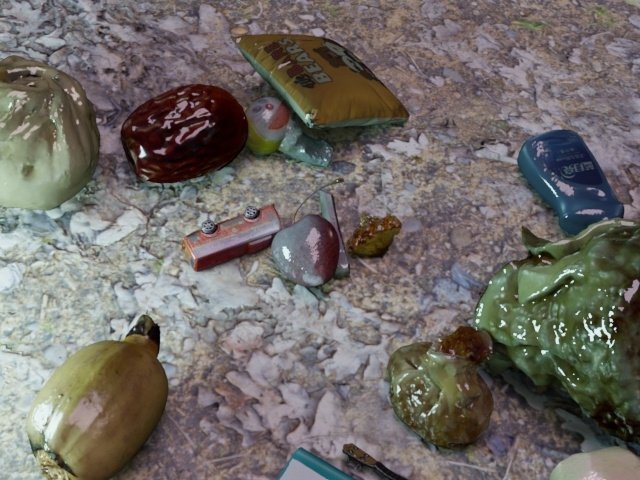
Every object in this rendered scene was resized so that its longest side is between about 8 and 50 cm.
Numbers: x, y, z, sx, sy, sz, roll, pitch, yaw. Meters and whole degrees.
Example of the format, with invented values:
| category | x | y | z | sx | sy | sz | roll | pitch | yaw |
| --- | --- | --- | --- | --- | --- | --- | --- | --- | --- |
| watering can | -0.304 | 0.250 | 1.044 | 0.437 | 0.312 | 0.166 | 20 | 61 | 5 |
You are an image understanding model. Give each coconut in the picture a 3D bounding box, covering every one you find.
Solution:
| category | x | y | z | sx | sy | sz | roll | pitch | yaw |
| --- | --- | --- | --- | --- | --- | --- | --- | --- | --- |
| coconut | 0.417 | 0.397 | 1.344 | 0.183 | 0.171 | 0.171 | -7 | 53 | -13 |

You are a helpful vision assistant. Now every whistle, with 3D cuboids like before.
| category | x | y | z | sx | sy | sz | roll | pitch | yaw |
| --- | --- | --- | --- | --- | --- | --- | --- | --- | --- |
| whistle | -0.073 | -0.222 | 1.821 | 0.223 | 0.123 | 0.123 | 26 | 53 | -2 |

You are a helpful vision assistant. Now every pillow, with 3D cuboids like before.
| category | x | y | z | sx | sy | sz | roll | pitch | yaw |
| --- | --- | --- | --- | --- | --- | --- | --- | --- | --- |
| pillow | 0.005 | -0.341 | 1.883 | 0.312 | 0.119 | 0.310 | -11 | 52 | -44 |

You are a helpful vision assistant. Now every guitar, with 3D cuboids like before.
| category | x | y | z | sx | sy | sz | roll | pitch | yaw |
| --- | --- | --- | --- | --- | --- | --- | --- | --- | --- |
| guitar | 0.147 | 0.393 | 1.386 | 0.271 | 0.038 | 0.084 | 23 | 9 | 22 |

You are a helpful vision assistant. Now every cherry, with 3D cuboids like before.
| category | x | y | z | sx | sy | sz | roll | pitch | yaw |
| --- | --- | --- | --- | --- | --- | --- | --- | --- | --- |
| cherry | 0.001 | 0.004 | 1.617 | 0.188 | 0.115 | 0.148 | -32 | 32 | 9 |

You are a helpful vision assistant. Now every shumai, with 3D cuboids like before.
| category | x | y | z | sx | sy | sz | roll | pitch | yaw |
| --- | --- | --- | --- | --- | --- | --- | --- | --- | --- |
| shumai | 0.204 | 0.228 | 1.468 | 0.161 | 0.153 | 0.209 | -9 | 51 | -21 |
| shumai | 0.425 | 0.144 | 1.477 | 0.348 | 0.395 | 0.395 | 2 | 47 | 30 |

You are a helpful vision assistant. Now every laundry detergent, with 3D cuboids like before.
| category | x | y | z | sx | sy | sz | roll | pitch | yaw |
| --- | --- | --- | --- | --- | --- | --- | --- | --- | --- |
| laundry detergent | 0.519 | -0.093 | 1.776 | 0.143 | 0.094 | 0.290 | -13 | 54 | -19 |

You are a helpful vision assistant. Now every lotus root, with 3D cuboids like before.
| category | x | y | z | sx | sy | sz | roll | pitch | yaw |
| --- | --- | --- | --- | --- | --- | --- | --- | --- | --- |
| lotus root | -0.332 | 0.242 | 1.401 | 0.182 | 0.183 | 0.310 | 22 | 48 | 12 |

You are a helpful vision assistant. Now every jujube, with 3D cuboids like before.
| category | x | y | z | sx | sy | sz | roll | pitch | yaw |
| --- | --- | --- | --- | --- | --- | --- | --- | --- | --- |
| jujube | -0.264 | -0.212 | 1.746 | 0.243 | 0.183 | 0.183 | -20 | 56 | -18 |

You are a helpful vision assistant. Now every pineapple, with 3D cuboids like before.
| category | x | y | z | sx | sy | sz | roll | pitch | yaw |
| --- | --- | --- | --- | --- | --- | --- | --- | --- | --- |
| pineapple | 0.104 | -0.017 | 1.706 | 0.114 | 0.077 | 0.114 | -31 | 32 | 12 |

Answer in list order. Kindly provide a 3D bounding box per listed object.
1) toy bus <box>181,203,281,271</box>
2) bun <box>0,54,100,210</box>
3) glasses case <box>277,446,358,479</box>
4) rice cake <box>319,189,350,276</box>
| category | x | y | z | sx | sy | sz | roll | pitch | yaw |
| --- | --- | --- | --- | --- | --- | --- | --- | --- | --- |
| toy bus | -0.164 | -0.006 | 1.671 | 0.192 | 0.065 | 0.077 | -20 | 67 | -19 |
| bun | -0.581 | -0.222 | 1.675 | 0.326 | 0.234 | 0.362 | -7 | 45 | -22 |
| glasses case | 0.069 | 0.434 | 1.342 | 0.301 | 0.070 | 0.117 | 27 | 55 | 14 |
| rice cake | 0.026 | -0.017 | 1.713 | 0.033 | 0.033 | 0.208 | -10 | 52 | -1 |
